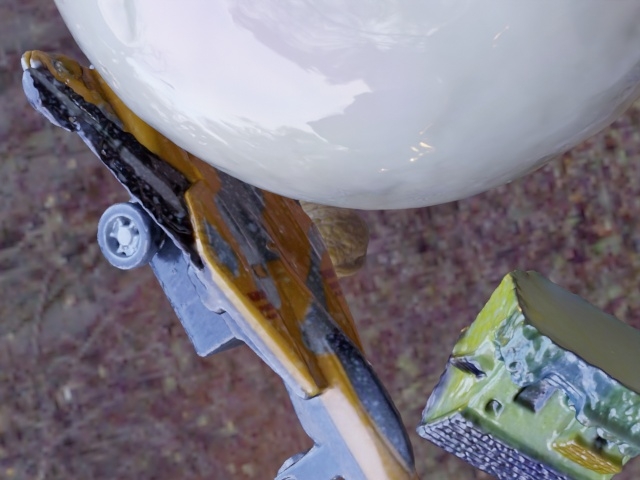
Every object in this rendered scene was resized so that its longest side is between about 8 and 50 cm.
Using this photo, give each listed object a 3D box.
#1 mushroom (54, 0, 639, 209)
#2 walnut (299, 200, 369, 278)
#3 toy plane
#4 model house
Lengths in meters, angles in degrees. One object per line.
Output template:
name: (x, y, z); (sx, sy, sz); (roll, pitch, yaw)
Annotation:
mushroom: (0.009, -0.193, 0.584); (0.356, 0.315, 0.315); (59, 160, 18)
walnut: (0.000, 0.000, 1.478); (0.105, 0.124, 0.105); (-5, 82, 44)
toy plane: (-0.032, 0.034, 0.707); (0.103, 0.204, 0.316); (-27, 83, 29)
model house: (0.205, 0.167, 1.260); (0.211, 0.194, 0.170); (-56, 14, 22)
